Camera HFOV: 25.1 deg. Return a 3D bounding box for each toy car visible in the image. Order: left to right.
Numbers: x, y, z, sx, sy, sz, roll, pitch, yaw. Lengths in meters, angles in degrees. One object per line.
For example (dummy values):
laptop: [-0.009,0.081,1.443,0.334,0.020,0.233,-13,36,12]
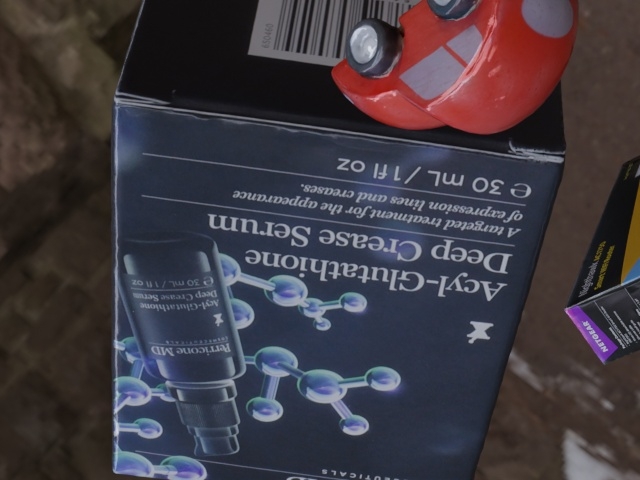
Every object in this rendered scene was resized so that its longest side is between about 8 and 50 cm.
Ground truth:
toy car: [0.104,-0.108,0.462,0.225,0.239,0.053,52,-161,-68]

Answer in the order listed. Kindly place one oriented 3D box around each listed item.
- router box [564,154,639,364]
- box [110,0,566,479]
router box: [0.221,-0.015,0.813,0.133,0.179,0.046,-28,105,33]
box: [0.000,0.000,1.100,0.293,0.212,0.395,7,134,0]
